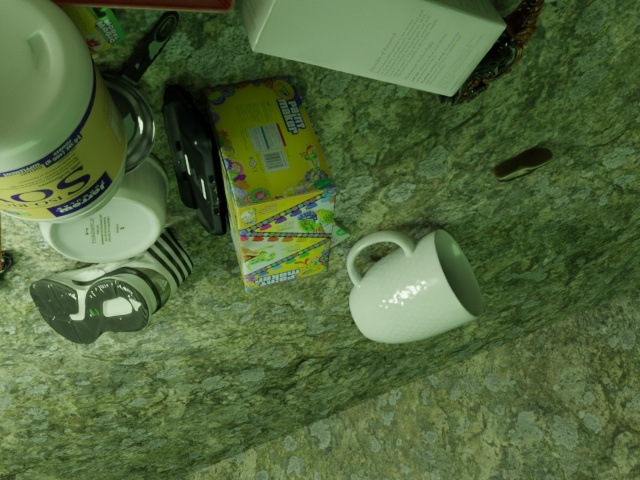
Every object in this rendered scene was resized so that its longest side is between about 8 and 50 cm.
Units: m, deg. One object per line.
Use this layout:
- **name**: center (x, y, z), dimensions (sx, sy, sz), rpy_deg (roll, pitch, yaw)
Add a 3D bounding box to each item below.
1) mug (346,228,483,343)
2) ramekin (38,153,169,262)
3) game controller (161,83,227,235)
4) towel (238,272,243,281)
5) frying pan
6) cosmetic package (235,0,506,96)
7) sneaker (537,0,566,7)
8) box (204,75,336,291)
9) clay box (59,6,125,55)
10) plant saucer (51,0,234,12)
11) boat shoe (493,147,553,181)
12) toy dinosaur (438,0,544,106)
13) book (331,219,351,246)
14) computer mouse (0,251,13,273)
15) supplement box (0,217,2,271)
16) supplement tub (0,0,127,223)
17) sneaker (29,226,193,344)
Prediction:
- **mug**: center (0.234, 0.124, 1.763), dimensions (0.328, 0.276, 0.374), rpy_deg (-28, 117, 27)
- **ramekin**: center (-0.434, -0.065, 1.220), dimensions (0.272, 0.127, 0.273), rpy_deg (-14, 148, -9)
- **game controller**: center (-0.235, -0.142, 1.171), dimensions (0.067, 0.166, 0.319), rpy_deg (-34, 154, -23)
- **towel**: center (-0.145, 0.080, 1.682), dimensions (0.148, 0.027, 0.110), rpy_deg (-36, 145, 22)
- **frying pan**: center (-0.370, -0.256, 1.037), dimensions (0.197, 0.053, 0.326), rpy_deg (9, 119, -21)
- **cosmetic package**: center (0.068, -0.375, 0.937), dimensions (0.384, 0.217, 0.156), rpy_deg (4, 141, -29)
- **sneaker**: center (0.416, -0.525, 0.974), dimensions (0.146, 0.123, 0.331), rpy_deg (-5, 145, -24)
- **box**: center (-0.102, -0.107, 1.178), dimensions (0.176, 0.290, 0.279), rpy_deg (-12, 148, -12)
- **clay box**: center (-0.420, -0.322, 0.911), dimensions (0.221, 0.053, 0.127), rpy_deg (-21, 146, 1)
- **plant saucer**: center (-0.238, -0.431, 0.768), dimensions (0.258, 0.048, 0.259), rpy_deg (-5, 118, -20)
- **boat shoe**: center (0.532, -0.197, 1.599), dimensions (0.152, 0.056, 0.049), rpy_deg (-18, 154, 17)
- **toy dinosaur**: center (0.307, -0.368, 1.152), dimensions (0.218, 0.164, 0.322), rpy_deg (-15, 143, -27)
- **book**: center (0.000, 0.000, 1.638), dimensions (0.144, 0.035, 0.096), rpy_deg (-32, 150, 17)
- **computer mouse**: center (-0.814, 0.065, 1.288), dimensions (0.184, 0.060, 0.262), rpy_deg (-44, 152, 27)
- **supplement box**: center (-0.606, -0.049, 1.055), dimensions (0.080, 0.234, 0.078), rpy_deg (-16, 148, -11)
- **supplement tub**: center (-0.404, -0.162, 0.839), dimensions (0.240, 0.241, 0.331), rpy_deg (-13, 169, -9)
- **sneaker**: center (-0.462, 0.100, 1.416), dimensions (0.447, 0.169, 0.257), rpy_deg (-7, -156, 37)
